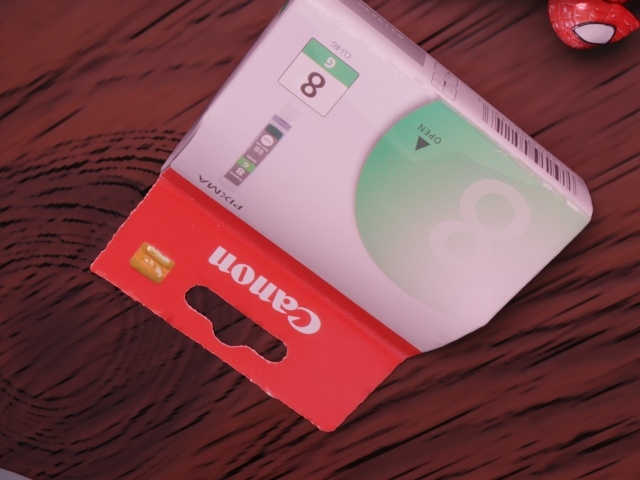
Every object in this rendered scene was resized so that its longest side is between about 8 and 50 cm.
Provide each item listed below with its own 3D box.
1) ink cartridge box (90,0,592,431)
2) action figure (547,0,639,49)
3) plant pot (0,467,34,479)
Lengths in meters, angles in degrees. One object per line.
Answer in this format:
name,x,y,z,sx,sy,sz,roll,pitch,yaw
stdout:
ink cartridge box,0.000,0.000,0.637,0.181,0.056,0.224,37,114,-10
action figure,0.245,-0.098,0.525,0.280,0.091,0.139,-10,106,13
plant pot,-0.259,0.320,0.736,0.293,0.235,0.293,4,118,7
